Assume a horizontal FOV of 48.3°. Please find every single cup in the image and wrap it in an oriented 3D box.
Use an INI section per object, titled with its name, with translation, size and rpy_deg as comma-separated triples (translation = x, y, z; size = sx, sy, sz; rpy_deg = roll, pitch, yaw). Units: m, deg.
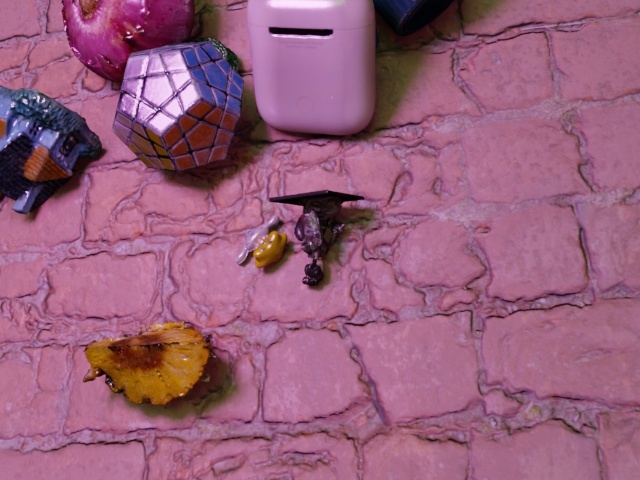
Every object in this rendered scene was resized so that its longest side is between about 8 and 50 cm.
[cup]
translation = 0.194, -0.663, 1.689
size = 0.242, 0.308, 0.292
rpy_deg = -40, 82, 23

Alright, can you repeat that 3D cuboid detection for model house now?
[model house]
translation = -0.697, -0.201, 1.707
size = 0.226, 0.261, 0.241
rpy_deg = 13, 72, 18

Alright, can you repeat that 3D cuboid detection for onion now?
[onion]
translation = -0.466, -0.561, 1.782
size = 0.358, 0.345, 0.358
rpy_deg = -11, 67, 26

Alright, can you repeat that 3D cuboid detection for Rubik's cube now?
[Rubik's cube]
translation = -0.327, -0.309, 1.646
size = 0.264, 0.319, 0.319
rpy_deg = -29, 62, 33

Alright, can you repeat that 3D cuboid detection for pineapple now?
[pineapple]
translation = -0.348, 0.265, 1.532
size = 0.334, 0.158, 0.161
rpy_deg = -10, 106, 14

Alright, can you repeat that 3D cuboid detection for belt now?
[belt]
translation = -0.273, -0.444, 1.811
size = 0.151, 0.079, 0.121
rpy_deg = 19, 84, 31

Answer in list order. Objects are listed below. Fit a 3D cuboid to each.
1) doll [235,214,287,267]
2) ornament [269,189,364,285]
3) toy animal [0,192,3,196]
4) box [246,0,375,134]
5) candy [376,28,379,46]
[doll]
translation = -0.126, 0.001, 1.612
size = 0.113, 0.071, 0.135
rpy_deg = 7, 63, 35
[ornament]
translation = 0.000, 0.000, 1.545
size = 0.153, 0.166, 0.196
rpy_deg = -3, 87, 34
[toy animal]
translation = -0.848, -0.142, 1.829
size = 0.098, 0.137, 0.098
rpy_deg = 5, 97, 48
[box]
translation = -0.018, -0.408, 1.607
size = 0.288, 0.349, 0.141
rpy_deg = 8, 33, 17
[candy]
translation = 0.015, -0.595, 1.754
size = 0.100, 0.157, 0.306
rpy_deg = -34, 66, -2
